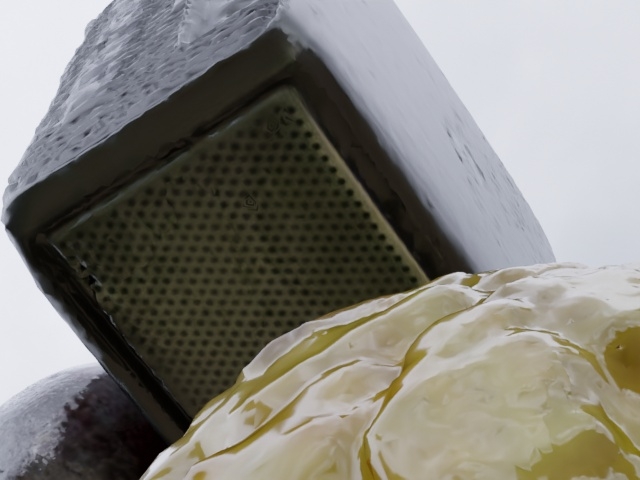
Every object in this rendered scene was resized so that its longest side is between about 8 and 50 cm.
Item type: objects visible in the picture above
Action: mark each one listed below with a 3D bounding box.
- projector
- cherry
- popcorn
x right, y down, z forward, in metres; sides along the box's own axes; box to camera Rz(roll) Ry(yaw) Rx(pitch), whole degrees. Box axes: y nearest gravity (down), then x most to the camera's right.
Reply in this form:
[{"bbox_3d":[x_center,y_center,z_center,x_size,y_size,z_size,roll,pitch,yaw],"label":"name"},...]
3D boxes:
[{"bbox_3d":[0.000,0.000,0.936,0.242,0.395,0.405,-30,-66,16],"label":"projector"},{"bbox_3d":[-0.164,0.178,0.904,0.195,0.195,0.195,-12,-54,-17],"label":"cherry"},{"bbox_3d":[0.102,0.168,0.474,0.344,0.354,0.390,-43,-10,-8],"label":"popcorn"}]
